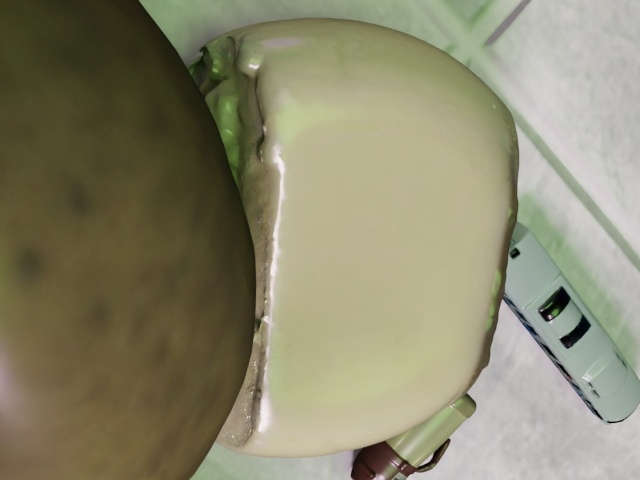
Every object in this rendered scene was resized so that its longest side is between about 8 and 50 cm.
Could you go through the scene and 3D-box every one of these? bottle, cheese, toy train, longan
[{"bbox_3d":[0.061,0.138,0.849,0.063,0.047,0.101,42,93,5],"label":"bottle"},{"bbox_3d":[0.000,0.000,0.720,0.233,0.127,0.266,0,106,-23],"label":"cheese"},{"bbox_3d":[0.183,0.069,0.879,0.043,0.047,0.207,-43,120,-4],"label":"toy train"},{"bbox_3d":[-0.175,-0.003,0.552,0.288,0.288,0.350,-36,121,-9],"label":"longan"}]
